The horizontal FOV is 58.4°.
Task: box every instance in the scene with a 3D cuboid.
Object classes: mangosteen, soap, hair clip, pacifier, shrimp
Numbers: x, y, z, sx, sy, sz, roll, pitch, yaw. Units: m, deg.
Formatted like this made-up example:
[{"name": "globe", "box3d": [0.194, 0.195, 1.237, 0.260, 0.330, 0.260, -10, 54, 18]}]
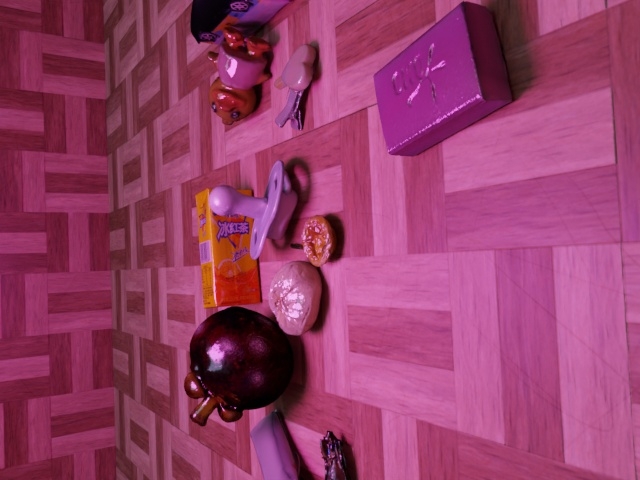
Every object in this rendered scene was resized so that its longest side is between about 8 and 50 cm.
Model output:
[{"name": "mangosteen", "box3d": [-0.227, 0.324, 1.538, 0.297, 0.293, 0.297, 31, 129, 48]}, {"name": "soap", "box3d": [0.209, -0.281, 1.045, 0.259, 0.081, 0.181, -23, 71, 55]}, {"name": "hair clip", "box3d": [-0.068, -0.402, 1.488, 0.159, 0.071, 0.218, 46, 123, 49]}, {"name": "pacifier", "box3d": [-0.186, -0.100, 1.534, 0.238, 0.226, 0.287, -100, 30, -48]}, {"name": "shrimp", "box3d": [0.010, 0.596, 1.395, 0.222, 0.054, 0.290, -3, 92, 57]}]

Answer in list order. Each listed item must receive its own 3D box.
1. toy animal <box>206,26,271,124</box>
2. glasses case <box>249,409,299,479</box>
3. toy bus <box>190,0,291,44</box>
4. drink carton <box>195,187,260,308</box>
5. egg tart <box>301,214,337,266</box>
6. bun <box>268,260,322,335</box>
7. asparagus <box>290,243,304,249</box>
[{"name": "toy animal", "box3d": [-0.247, -0.468, 1.677, 0.169, 0.195, 0.281, -67, -3, -67]}, {"name": "glasses case", "box3d": [-0.109, 0.597, 1.538, 0.128, 0.083, 0.308, -58, 27, 15]}, {"name": "toy bus", "box3d": [-0.232, -0.679, 1.636, 0.386, 0.162, 0.171, -8, 81, 56]}, {"name": "drink carton", "box3d": [-0.280, 0.023, 1.735, 0.111, 0.155, 0.351, -16, 78, 55]}, {"name": "egg tart", "box3d": [0.000, 0.000, 1.399, 0.130, 0.052, 0.130, 3, 94, 55]}, {"name": "bun", "box3d": [-0.068, 0.145, 1.454, 0.164, 0.111, 0.188, 26, 109, 51]}, {"name": "asparagus", "box3d": [-0.042, 0.016, 1.497, 0.127, 0.015, 0.018, 2, 94, 57]}]
